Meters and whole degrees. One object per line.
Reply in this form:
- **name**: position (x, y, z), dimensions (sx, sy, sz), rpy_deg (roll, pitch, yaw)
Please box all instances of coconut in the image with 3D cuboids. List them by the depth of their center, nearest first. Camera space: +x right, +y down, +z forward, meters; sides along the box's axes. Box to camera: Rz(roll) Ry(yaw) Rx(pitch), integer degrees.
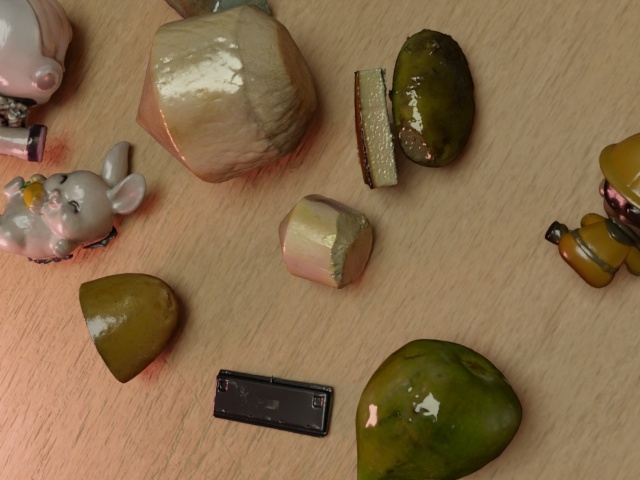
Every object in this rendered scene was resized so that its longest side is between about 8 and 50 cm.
- **coconut**: position (0.000, 0.000, 1.564), dimensions (0.152, 0.147, 0.147), rpy_deg (21, 90, 25)
- **coconut**: position (-0.182, -0.254, 1.609), dimensions (0.328, 0.328, 0.329), rpy_deg (-4, 80, 24)

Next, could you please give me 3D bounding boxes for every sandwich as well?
- **sandwich**: position (0.086, -0.190, 1.558), dimensions (0.058, 0.162, 0.193), rpy_deg (-8, 99, -2)

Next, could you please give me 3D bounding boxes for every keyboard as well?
- **keyboard**: position (-0.087, 0.283, 1.621), dimensions (0.230, 0.025, 0.094), rpy_deg (6, 85, 25)

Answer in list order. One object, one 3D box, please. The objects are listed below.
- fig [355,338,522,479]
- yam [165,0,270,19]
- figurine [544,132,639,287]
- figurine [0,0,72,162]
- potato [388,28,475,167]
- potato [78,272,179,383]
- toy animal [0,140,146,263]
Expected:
- **fig**: position (0.145, 0.290, 1.402), dimensions (0.314, 0.233, 0.233), rpy_deg (-42, 67, 3)
- **yam**: position (-0.238, -0.491, 1.769), dimensions (0.330, 0.133, 0.133), rpy_deg (42, 99, 27)
- **figurine**: position (0.465, -0.044, 1.349), dimensions (0.192, 0.167, 0.257), rpy_deg (40, 101, 11)
- **figurine**: position (-0.629, -0.341, 1.869), dimensions (0.253, 0.211, 0.362), rpy_deg (17, 90, 26)
- **potato**: position (0.187, -0.234, 1.521), dimensions (0.113, 0.149, 0.251), rpy_deg (-34, 47, 52)
- **potato**: position (-0.336, 0.140, 1.694), dimensions (0.158, 0.178, 0.204), rpy_deg (-23, 47, 4)
- **toy animal**: position (-0.493, -0.066, 1.801), dimensions (0.325, 0.154, 0.208), rpy_deg (-29, 48, -4)
